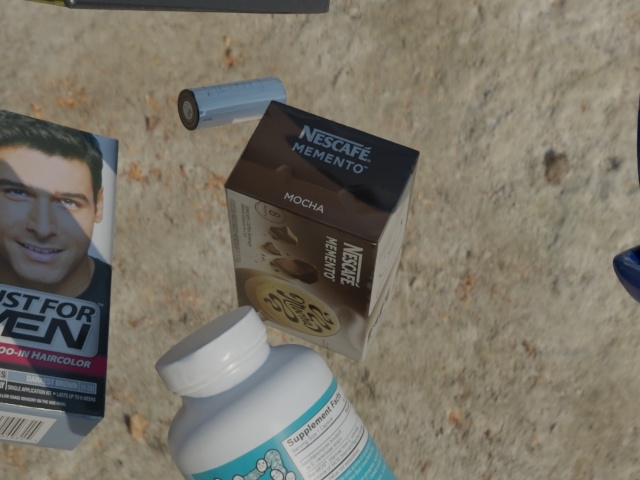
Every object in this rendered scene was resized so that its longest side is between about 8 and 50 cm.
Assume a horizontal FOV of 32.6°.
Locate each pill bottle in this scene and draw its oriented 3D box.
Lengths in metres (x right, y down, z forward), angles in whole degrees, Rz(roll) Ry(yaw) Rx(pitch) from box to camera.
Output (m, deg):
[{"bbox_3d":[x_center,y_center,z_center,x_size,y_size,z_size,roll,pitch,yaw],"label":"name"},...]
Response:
[{"bbox_3d":[-0.027,0.187,0.890,0.146,0.146,0.264,-33,97,-13],"label":"pill bottle"}]

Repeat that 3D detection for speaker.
[{"bbox_3d":[-0.112,-0.178,1.412,0.136,0.055,0.055,-15,64,-34],"label":"speaker"}]

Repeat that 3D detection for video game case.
[{"bbox_3d":[-0.171,-0.215,0.886,0.248,0.275,0.035,17,109,36],"label":"video game case"}]

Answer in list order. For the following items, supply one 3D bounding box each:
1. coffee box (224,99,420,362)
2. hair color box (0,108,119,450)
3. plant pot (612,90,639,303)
[{"bbox_3d":[0.000,0.000,1.196,0.168,0.297,0.119,21,63,9],"label":"coffee box"},{"bbox_3d":[-0.345,0.038,1.265,0.185,0.113,0.374,13,55,-26],"label":"hair color box"},{"bbox_3d":[0.355,-0.031,0.756,0.236,0.212,0.236,-15,33,-43],"label":"plant pot"}]
